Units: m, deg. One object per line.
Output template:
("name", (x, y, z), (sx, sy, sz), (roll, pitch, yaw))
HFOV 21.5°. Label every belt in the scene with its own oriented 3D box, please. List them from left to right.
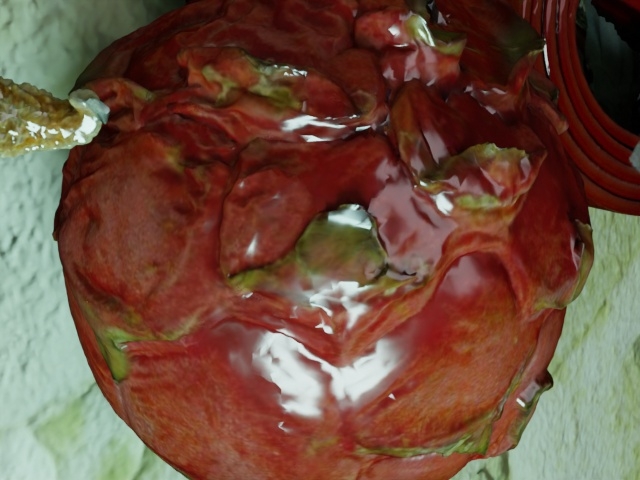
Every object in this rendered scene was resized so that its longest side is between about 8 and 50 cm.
("belt", (0.202, -0.136, 1.266), (0.324, 0.115, 0.227), (36, 76, -43))

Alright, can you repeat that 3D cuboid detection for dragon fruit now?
("dragon fruit", (0.000, 0.000, 0.850), (0.343, 0.277, 0.277), (90, 25, -42))

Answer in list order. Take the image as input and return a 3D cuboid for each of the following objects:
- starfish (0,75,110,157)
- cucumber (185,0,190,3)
("starfish", (-0.202, -0.105, 0.709), (0.231, 0.048, 0.295), (-20, 96, -29))
("cucumber", (-0.052, -0.162, 0.968), (0.116, 0.062, 0.115), (-71, 145, -51))
